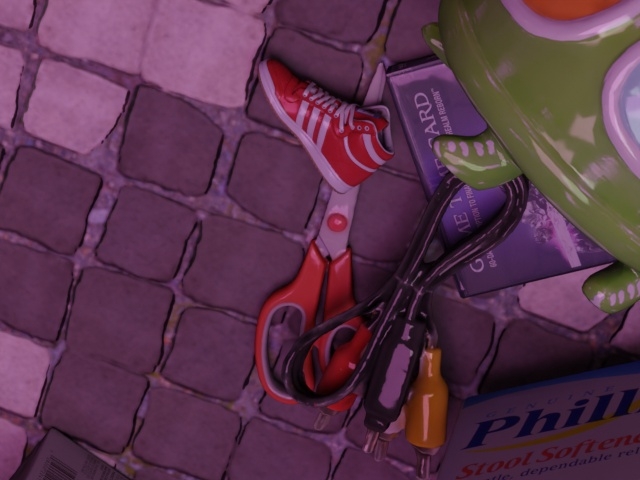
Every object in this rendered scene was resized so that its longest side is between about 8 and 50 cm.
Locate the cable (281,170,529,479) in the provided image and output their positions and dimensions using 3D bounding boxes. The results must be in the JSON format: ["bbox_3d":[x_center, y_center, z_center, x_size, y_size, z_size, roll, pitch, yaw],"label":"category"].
[{"bbox_3d":[0.065,0.047,1.480,0.139,0.072,0.287,23,108,10],"label":"cable"}]

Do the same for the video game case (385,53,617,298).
[{"bbox_3d":[0.208,-0.075,1.426,0.274,0.026,0.196,-14,113,15],"label":"video game case"}]

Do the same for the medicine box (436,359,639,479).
[{"bbox_3d":[0.223,0.211,1.362,0.263,0.289,0.149,-14,109,18],"label":"medicine box"}]

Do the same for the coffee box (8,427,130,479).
[{"bbox_3d":[-0.175,0.295,1.618,0.246,0.098,0.141,36,115,-10],"label":"coffee box"}]

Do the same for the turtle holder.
[{"bbox_3d":[0.237,-0.090,1.263,0.227,0.243,0.320,-40,95,22],"label":"turtle holder"}]

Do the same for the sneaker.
[{"bbox_3d":[0.008,-0.098,1.426,0.067,0.042,0.118,-31,103,29],"label":"sneaker"}]

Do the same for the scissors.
[{"bbox_3d":[0.000,0.000,1.494,0.109,0.021,0.297,3,116,7],"label":"scissors"}]
